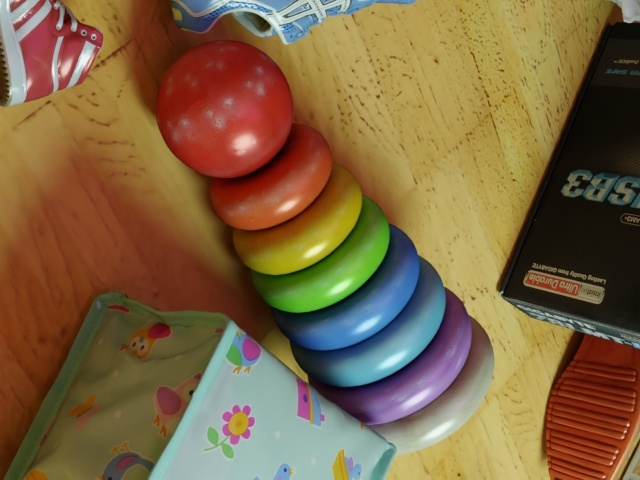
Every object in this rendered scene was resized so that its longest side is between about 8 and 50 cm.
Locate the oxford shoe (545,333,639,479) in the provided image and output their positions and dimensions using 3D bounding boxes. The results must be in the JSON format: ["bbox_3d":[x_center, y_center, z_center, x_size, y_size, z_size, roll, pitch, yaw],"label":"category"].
[{"bbox_3d":[0.303,0.136,1.173,0.098,0.097,0.271,22,85,-51],"label":"oxford shoe"}]

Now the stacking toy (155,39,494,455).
[{"bbox_3d":[0.000,0.000,0.819,0.141,0.141,0.330,-49,126,-24],"label":"stacking toy"}]

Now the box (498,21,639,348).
[{"bbox_3d":[0.336,-0.042,1.015,0.073,0.295,0.293,33,78,-44],"label":"box"}]

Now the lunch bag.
[{"bbox_3d":[-0.095,0.200,0.753,0.223,0.160,0.262,42,65,-43],"label":"lunch bag"}]

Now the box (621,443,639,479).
[{"bbox_3d":[0.426,0.256,1.308,0.103,0.114,0.203,48,66,-41],"label":"box"}]

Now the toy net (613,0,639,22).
[{"bbox_3d":[0.233,-0.272,1.039,0.232,0.045,0.122,27,63,-47],"label":"toy net"}]

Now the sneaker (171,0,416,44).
[{"bbox_3d":[-0.016,-0.177,0.798,0.211,0.080,0.081,-1,108,-34],"label":"sneaker"}]

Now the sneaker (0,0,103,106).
[{"bbox_3d":[-0.164,-0.141,0.678,0.067,0.042,0.118,-18,120,-36],"label":"sneaker"}]
